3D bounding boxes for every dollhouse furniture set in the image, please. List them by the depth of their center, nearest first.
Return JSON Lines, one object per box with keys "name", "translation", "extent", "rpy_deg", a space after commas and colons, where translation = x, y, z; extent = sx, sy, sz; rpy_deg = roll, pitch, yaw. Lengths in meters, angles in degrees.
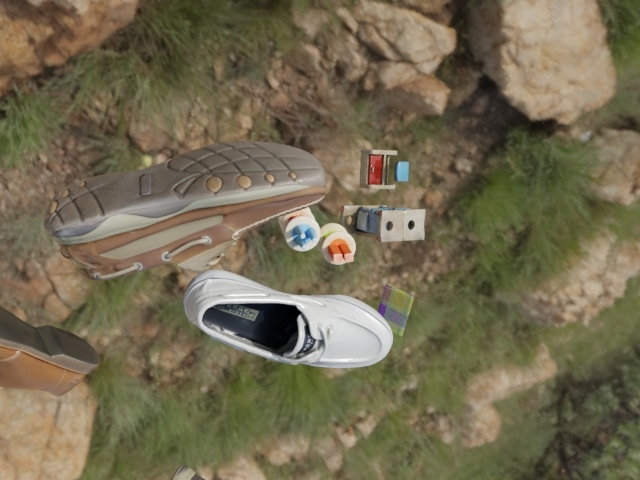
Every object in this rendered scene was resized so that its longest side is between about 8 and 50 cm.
{"name": "dollhouse furniture set", "translation": [0.130, -0.096, 1.826], "extent": [0.129, 0.129, 0.183], "rpy_deg": [-3, 98, -40]}

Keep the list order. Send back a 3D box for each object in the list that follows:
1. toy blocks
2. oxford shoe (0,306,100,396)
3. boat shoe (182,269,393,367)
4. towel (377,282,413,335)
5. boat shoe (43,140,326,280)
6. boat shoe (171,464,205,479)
{"name": "toy blocks", "translation": [0.000, 0.000, 1.285], "extent": [0.123, 0.148, 0.054], "rpy_deg": [30, 99, -15]}
{"name": "oxford shoe", "translation": [-0.334, 0.114, 0.905], "extent": [0.076, 0.076, 0.212], "rpy_deg": [-49, 129, 8]}
{"name": "boat shoe", "translation": [-0.029, 0.105, 0.989], "extent": [0.258, 0.084, 0.095], "rpy_deg": [12, 106, -20]}
{"name": "towel", "translation": [0.131, 0.123, 1.550], "extent": [0.009, 0.060, 0.083], "rpy_deg": [-18, 127, -54]}
{"name": "boat shoe", "translation": [-0.149, -0.030, 1.022], "extent": [0.325, 0.123, 0.116], "rpy_deg": [-11, 125, 3]}
{"name": "boat shoe", "translation": [-0.275, 0.574, 1.709], "extent": [0.130, 0.355, 0.132], "rpy_deg": [25, 113, 0]}
